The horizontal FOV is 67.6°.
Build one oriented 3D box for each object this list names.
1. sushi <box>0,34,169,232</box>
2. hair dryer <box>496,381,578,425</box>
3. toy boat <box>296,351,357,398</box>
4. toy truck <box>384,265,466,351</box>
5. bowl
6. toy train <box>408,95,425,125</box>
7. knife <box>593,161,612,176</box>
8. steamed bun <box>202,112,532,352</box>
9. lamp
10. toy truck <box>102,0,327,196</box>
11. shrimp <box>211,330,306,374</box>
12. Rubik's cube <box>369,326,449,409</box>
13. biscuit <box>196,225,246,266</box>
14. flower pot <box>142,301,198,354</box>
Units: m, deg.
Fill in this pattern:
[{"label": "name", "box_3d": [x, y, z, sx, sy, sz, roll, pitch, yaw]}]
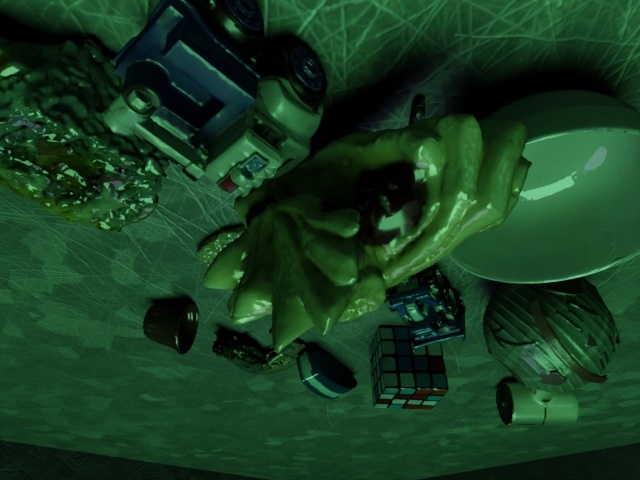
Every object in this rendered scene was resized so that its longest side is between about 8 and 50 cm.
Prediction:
[{"label": "sushi", "box_3d": [-0.294, -0.124, 0.548, 0.184, 0.140, 0.274, -24, 145, 26]}, {"label": "hair dryer", "box_3d": [0.650, 0.408, 1.353, 0.202, 0.128, 0.362, 0, 137, -1]}, {"label": "toy boat", "box_3d": [0.029, 0.368, 1.286, 0.061, 0.096, 0.299, -26, 146, 13]}, {"label": "toy truck", "box_3d": [0.212, 0.140, 0.942, 0.113, 0.126, 0.208, -21, 140, 26]}, {"label": "bowl", "box_3d": [0.289, -0.078, 0.619, 0.286, 0.144, 0.287, 2, 143, 1]}, {"label": "toy train", "box_3d": [0.125, -0.151, 0.628, 0.017, 0.017, 0.083, -2, 144, 0]}, {"label": "knife", "box_3d": [0.413, -0.054, 0.766, 0.063, 0.035, 0.260, -1, 150, -3]}, {"label": "steamed bun", "box_3d": [0.000, 0.000, 0.553, 0.189, 0.248, 0.427, 10, 167, -40]}, {"label": "lamp", "box_3d": [0.432, 0.164, 0.907, 0.265, 0.233, 0.233, 39, 130, -23]}, {"label": "toy truck", "box_3d": [-0.101, -0.140, 0.503, 0.161, 0.177, 0.213, -30, 135, 32]}, {"label": "shrimp", "box_3d": [-0.137, 0.277, 1.177, 0.177, 0.075, 0.289, -23, 138, 16]}, {"label": "Rubik's cube", "box_3d": [0.206, 0.309, 1.154, 0.150, 0.154, 0.155, 2, 144, -3]}, {"label": "biscuit", "box_3d": [-0.087, 0.021, 0.850, 0.249, 0.032, 0.133, 13, 141, -18]}, {"label": "flower pot", "box_3d": [-0.321, 0.180, 1.013, 0.089, 0.111, 0.111, 7, 145, 7]}]
